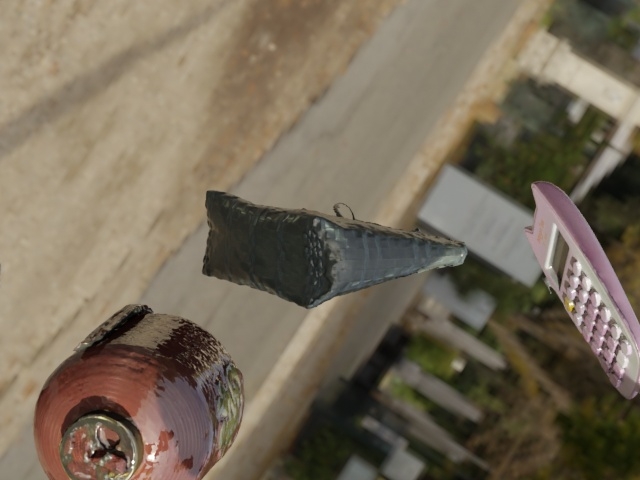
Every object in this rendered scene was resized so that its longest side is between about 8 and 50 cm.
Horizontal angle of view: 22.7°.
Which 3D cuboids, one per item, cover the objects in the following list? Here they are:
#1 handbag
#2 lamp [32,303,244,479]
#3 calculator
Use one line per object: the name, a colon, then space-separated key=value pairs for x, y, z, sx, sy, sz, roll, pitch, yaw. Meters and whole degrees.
handbag: x=0.000 y=0.000 z=1.567 sx=0.175 sy=0.270 sz=0.088 roll=-7 pitch=103 yaw=-39
lamp: x=-0.168 y=0.155 z=1.470 sx=0.180 sy=0.180 sz=0.258 roll=-59 pitch=174 yaw=15
calculator: x=0.348 y=0.069 z=2.038 sx=0.043 sy=0.294 sz=0.194 roll=-23 pitch=155 yaw=-9
